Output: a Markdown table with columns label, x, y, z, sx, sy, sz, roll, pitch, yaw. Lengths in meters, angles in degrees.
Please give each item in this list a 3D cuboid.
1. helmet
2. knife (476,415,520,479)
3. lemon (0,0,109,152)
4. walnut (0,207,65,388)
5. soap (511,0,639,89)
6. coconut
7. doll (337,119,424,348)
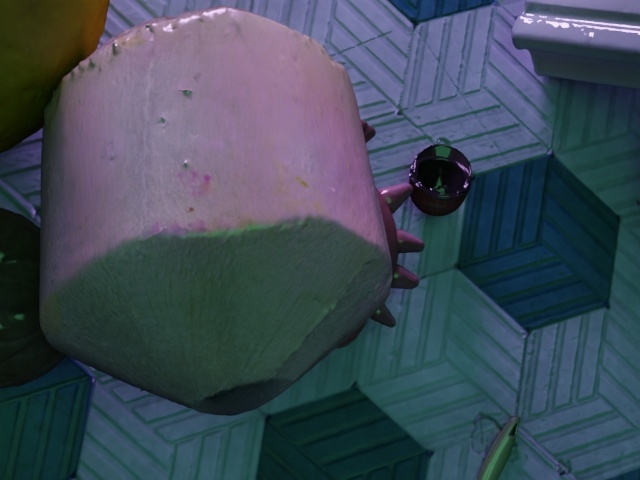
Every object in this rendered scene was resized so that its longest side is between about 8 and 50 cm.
| label | x | y | z | sx | sy | sz | roll | pitch | yaw |
| --- | --- | --- | --- | --- | --- | --- | --- | --- | --- |
| helmet | 0.122 | -0.056 | 1.285 | 0.065 | 0.049 | 0.084 | 16 | 45 | 7 |
| knife | 0.161 | 0.275 | 1.272 | 0.030 | 0.014 | 0.207 | 30 | 80 | -7 |
| lemon | -0.338 | -0.226 | 1.066 | 0.336 | 0.336 | 0.336 | 1 | 83 | -12 |
| walnut | -0.337 | 0.050 | 1.116 | 0.230 | 0.178 | 0.178 | 0 | 83 | -2 |
| soap | 0.346 | -0.234 | 1.250 | 0.087 | 0.265 | 0.159 | 38 | 72 | -48 |
| coconut | -0.090 | -0.005 | 1.049 | 0.297 | 0.297 | 0.309 | 0 | 66 | -12 |
| doll | 0.000 | 0.000 | 1.229 | 0.211 | 0.093 | 0.262 | 9 | 79 | -8 |
